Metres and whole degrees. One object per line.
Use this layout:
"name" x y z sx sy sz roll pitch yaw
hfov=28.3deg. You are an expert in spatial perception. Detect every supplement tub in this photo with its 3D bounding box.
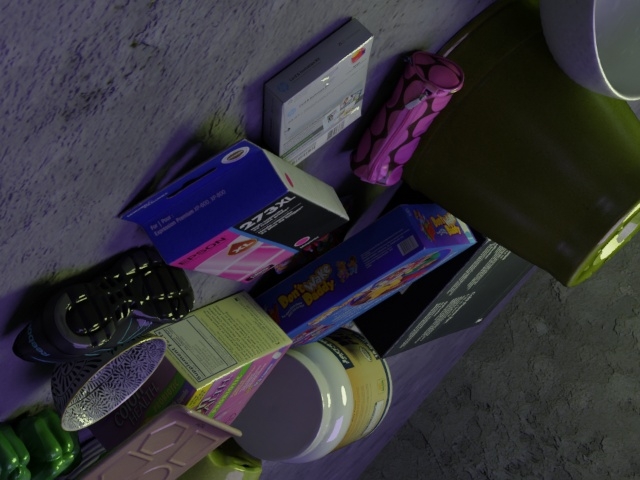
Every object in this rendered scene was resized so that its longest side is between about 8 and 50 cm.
"supplement tub" -0.022 0.279 2.300 0.228 0.228 0.316 -49 164 16

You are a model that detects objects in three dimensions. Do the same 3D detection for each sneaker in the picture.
"sneaker" -0.257 0.081 1.512 0.106 0.101 0.267 -30 173 32

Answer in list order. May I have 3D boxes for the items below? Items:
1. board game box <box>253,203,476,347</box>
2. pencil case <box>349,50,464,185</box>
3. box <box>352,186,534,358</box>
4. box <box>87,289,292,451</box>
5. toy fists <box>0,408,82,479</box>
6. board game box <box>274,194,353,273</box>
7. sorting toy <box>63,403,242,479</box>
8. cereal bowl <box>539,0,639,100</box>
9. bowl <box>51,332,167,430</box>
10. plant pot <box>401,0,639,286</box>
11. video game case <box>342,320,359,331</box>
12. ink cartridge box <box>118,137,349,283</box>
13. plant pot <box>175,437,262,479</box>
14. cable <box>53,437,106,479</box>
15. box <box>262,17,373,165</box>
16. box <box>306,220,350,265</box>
"board game box" 0.055 0.062 2.035 0.347 0.078 0.233 -33 168 23
"pencil case" 0.114 -0.165 1.770 0.098 0.095 0.209 -80 -164 -49
"box" 0.243 0.019 2.302 0.312 0.179 0.343 -12 148 -48
"box" -0.195 0.213 1.909 0.243 0.117 0.213 -20 152 -54
"toy fists" -0.408 0.295 1.632 0.142 0.096 0.279 -50 162 15
"board game box" 0.000 0.000 1.960 0.168 0.033 0.133 -17 141 -49
"sorting toy" -0.235 0.299 1.783 0.208 0.038 0.193 -34 152 8
"cereal bowl" 0.404 -0.369 1.758 0.339 0.141 0.339 -23 122 -45
"bowl" -0.284 0.155 1.608 0.170 0.080 0.170 -41 164 -14
"plant pot" 0.334 -0.127 1.926 0.366 0.353 0.366 -40 164 -14
"video game case" 0.118 0.098 2.565 0.227 0.026 0.206 -46 164 9
"ink cartridge box" -0.094 -0.028 1.582 0.175 0.069 0.371 -31 164 11
"plant pot" -0.237 0.452 2.216 0.254 0.276 0.276 -58 162 7
"cable" -0.384 0.417 2.015 0.257 0.089 0.257 -28 159 -42
"box" -0.006 -0.170 1.550 0.145 0.038 0.186 -39 164 -18
"box" 0.008 0.001 2.053 0.083 0.018 0.067 -35 162 -28
